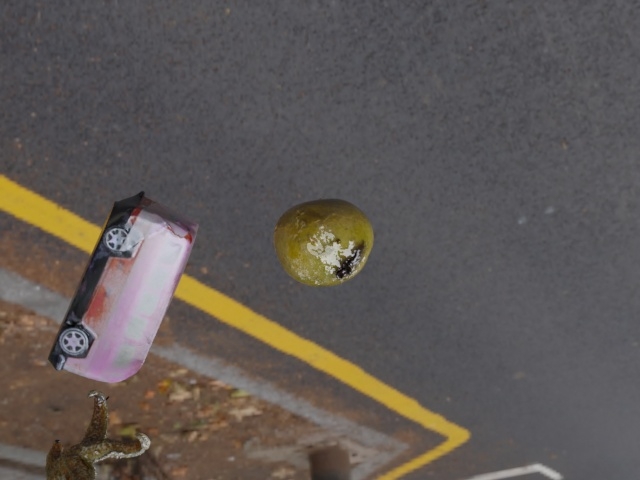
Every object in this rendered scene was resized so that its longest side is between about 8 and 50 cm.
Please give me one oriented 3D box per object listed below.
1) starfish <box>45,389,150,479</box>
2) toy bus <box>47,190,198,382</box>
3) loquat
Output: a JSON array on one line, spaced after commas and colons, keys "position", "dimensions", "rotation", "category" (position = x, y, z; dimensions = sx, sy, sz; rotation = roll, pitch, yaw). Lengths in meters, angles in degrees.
[{"position": [-0.490, 0.441, 1.831], "dimensions": [0.312, 0.303, 0.113], "rotation": [-24, 116, 27], "category": "starfish"}, {"position": [-0.308, 0.080, 1.401], "dimensions": [0.147, 0.302, 0.127], "rotation": [23, -171, -9], "category": "toy bus"}, {"position": [0.000, 0.000, 1.532], "dimensions": [0.172, 0.149, 0.205], "rotation": [-15, -158, -31], "category": "loquat"}]
